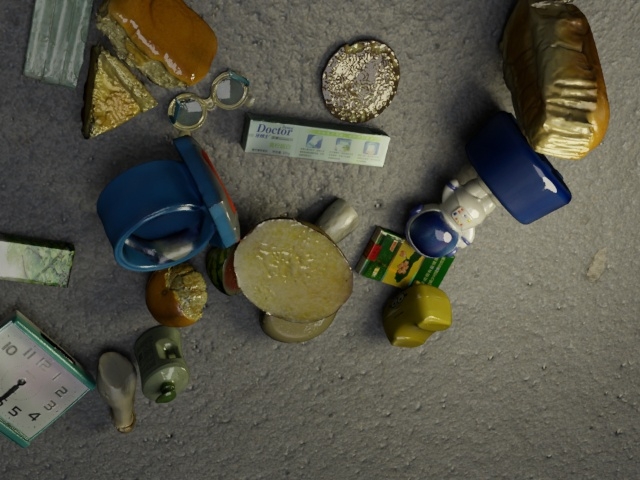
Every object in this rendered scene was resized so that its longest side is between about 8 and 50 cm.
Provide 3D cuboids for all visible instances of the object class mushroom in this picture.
[{"bbox_3d":[-0.002,0.000,1.996,0.081,0.092,0.223,44,93,13],"label":"mushroom"},{"bbox_3d":[-0.488,0.364,2.002,0.093,0.116,0.225,5,133,-4],"label":"mushroom"}]

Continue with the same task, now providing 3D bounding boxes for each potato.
[{"bbox_3d":[-0.071,0.057,1.914,0.299,0.116,0.239,38,102,-23],"label":"potato"}]

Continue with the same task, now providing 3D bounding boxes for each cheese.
[{"bbox_3d":[-0.052,0.169,2.056,0.203,0.091,0.175,3,113,-21],"label":"cheese"}]

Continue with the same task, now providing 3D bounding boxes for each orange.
[{"bbox_3d":[-0.326,0.123,1.915,0.157,0.134,0.156,-1,86,15],"label":"orange"}]

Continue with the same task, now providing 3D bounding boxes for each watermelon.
[{"bbox_3d":[-0.224,0.082,1.950,0.087,0.069,0.163,-10,135,2],"label":"watermelon"}]

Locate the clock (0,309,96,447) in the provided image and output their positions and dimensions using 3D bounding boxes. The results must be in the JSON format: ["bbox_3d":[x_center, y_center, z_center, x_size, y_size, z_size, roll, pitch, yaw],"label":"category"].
[{"bbox_3d":[-0.689,0.308,1.905,0.231,0.116,0.262,-41,121,-2],"label":"clock"}]

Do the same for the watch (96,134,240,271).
[{"bbox_3d":[-0.326,-0.049,1.805,0.275,0.241,0.305,-25,152,-9],"label":"watch"}]

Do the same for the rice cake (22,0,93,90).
[{"bbox_3d":[-0.520,-0.410,1.653,0.124,0.038,0.211,14,110,-23],"label":"rice cake"}]

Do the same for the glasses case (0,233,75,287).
[{"bbox_3d":[-0.678,0.035,1.800,0.272,0.062,0.095,10,105,-23],"label":"glasses case"}]

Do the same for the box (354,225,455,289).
[{"bbox_3d":[0.217,0.058,2.122,0.235,0.034,0.132,18,108,-26],"label":"box"}]

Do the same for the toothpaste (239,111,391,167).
[{"bbox_3d":[-0.010,-0.228,1.893,0.337,0.067,0.081,4,113,-20],"label":"toothpaste"}]

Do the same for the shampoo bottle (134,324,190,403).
[{"bbox_3d":[-0.364,0.295,1.927,0.118,0.234,0.087,-28,120,-4],"label":"shampoo bottle"}]

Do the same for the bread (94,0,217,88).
[{"bbox_3d":[-0.321,-0.414,1.648,0.245,0.121,0.174,41,56,-26],"label":"bread"}]

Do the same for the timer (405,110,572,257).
[{"bbox_3d":[0.373,-0.094,2.004,0.383,0.270,0.270,-39,121,18],"label":"timer"}]

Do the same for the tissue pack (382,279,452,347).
[{"bbox_3d":[0.244,0.186,2.121,0.123,0.127,0.178,13,145,-31],"label":"tissue pack"}]

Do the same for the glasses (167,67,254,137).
[{"bbox_3d":[-0.238,-0.311,1.716,0.190,0.220,0.088,-28,82,-5],"label":"glasses"}]

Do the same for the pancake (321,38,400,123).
[{"bbox_3d":[0.091,-0.361,1.889,0.199,0.021,0.199,-7,116,-15],"label":"pancake"}]

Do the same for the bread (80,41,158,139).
[{"bbox_3d":[-0.444,-0.288,1.678,0.160,0.140,0.169,-44,116,-8],"label":"bread"}]

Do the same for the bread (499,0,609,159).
[{"bbox_3d":[0.524,-0.368,1.854,0.183,0.236,0.388,2,72,-12],"label":"bread"}]
